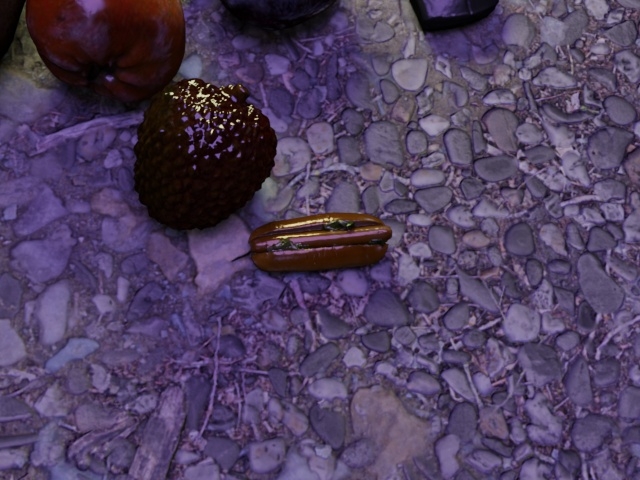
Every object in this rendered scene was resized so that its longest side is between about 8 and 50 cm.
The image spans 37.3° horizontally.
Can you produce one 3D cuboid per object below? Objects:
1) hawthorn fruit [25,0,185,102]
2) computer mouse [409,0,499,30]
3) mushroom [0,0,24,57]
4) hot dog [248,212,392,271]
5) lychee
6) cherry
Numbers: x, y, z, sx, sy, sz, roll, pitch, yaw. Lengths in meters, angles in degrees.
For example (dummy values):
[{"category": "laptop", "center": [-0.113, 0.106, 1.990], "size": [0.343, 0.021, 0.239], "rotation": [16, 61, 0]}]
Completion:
[{"category": "hawthorn fruit", "center": [-0.366, -0.381, 1.633], "size": [0.284, 0.284, 0.284], "rotation": [2, 70, -6]}, {"category": "computer mouse", "center": [0.237, -0.544, 1.850], "size": [0.170, 0.100, 0.269], "rotation": [-18, 73, -10]}, {"category": "mushroom", "center": [-0.596, -0.434, 1.613], "size": [0.239, 0.345, 0.345], "rotation": [-2, 69, -29]}, {"category": "hot dog", "center": [0.000, 0.000, 1.645], "size": [0.250, 0.068, 0.100], "rotation": [-6, 72, -8]}, {"category": "lychee", "center": [-0.201, -0.146, 1.597], "size": [0.236, 0.236, 0.271], "rotation": [34, 93, 6]}, {"category": "cherry", "center": [-0.070, -0.525, 1.740], "size": [0.296, 0.218, 0.255], "rotation": [-45, 110, -12]}]
